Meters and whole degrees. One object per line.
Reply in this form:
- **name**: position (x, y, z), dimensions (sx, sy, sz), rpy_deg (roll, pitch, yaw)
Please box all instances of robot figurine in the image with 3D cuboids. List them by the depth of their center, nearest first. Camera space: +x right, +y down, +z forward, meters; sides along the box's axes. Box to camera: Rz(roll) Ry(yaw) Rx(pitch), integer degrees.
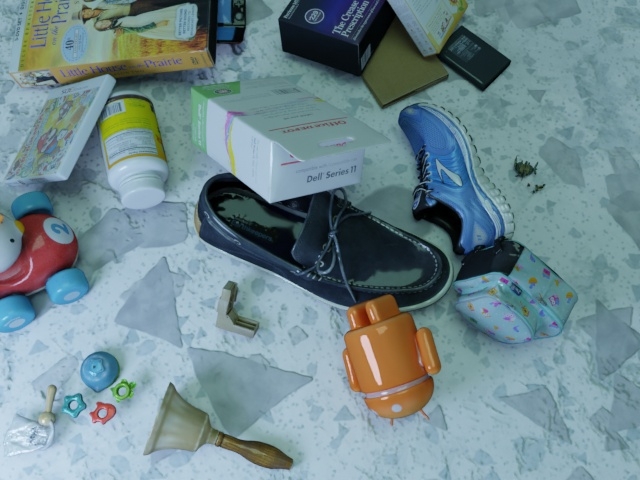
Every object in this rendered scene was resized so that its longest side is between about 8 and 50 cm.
- **robot figurine**: position (0.119, 0.206, 1.300), dimensions (0.158, 0.128, 0.219), rpy_deg (-18, 86, -1)

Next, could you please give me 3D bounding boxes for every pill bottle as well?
- **pill bottle**: position (-0.361, -0.172, 1.472), dimensions (0.117, 0.117, 0.215), rpy_deg (-15, 69, -6)

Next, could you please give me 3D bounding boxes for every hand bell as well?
- **hand bell**: position (-0.161, 0.336, 1.285), dimensions (0.242, 0.126, 0.126), rpy_deg (20, 68, -5)

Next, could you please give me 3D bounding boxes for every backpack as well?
- **backpack**: position (0.342, 0.102, 1.334), dimensions (0.188, 0.166, 0.144), rpy_deg (31, 67, -13)

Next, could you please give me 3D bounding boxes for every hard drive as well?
- **hard drive**: position (0.322, -0.387, 1.618), dimensions (0.135, 0.022, 0.094), rpy_deg (41, 73, 15)

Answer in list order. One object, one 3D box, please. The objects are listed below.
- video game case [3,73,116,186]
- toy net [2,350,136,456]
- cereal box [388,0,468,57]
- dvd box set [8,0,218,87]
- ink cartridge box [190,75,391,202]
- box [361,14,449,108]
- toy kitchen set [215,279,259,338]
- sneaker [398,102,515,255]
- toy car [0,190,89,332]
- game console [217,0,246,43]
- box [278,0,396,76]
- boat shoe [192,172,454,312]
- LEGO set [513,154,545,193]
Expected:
- **video game case**: position (-0.505, -0.210, 1.472), dimensions (0.206, 0.026, 0.227), rpy_deg (-1, 61, 41)
- **toy net**: position (-0.433, 0.298, 1.318), dimensions (0.232, 0.045, 0.122), rpy_deg (-42, 76, -14)
- **cereal box**: position (0.201, -0.524, 1.567), dimensions (0.240, 0.047, 0.173), rpy_deg (50, 56, -28)
- **dvd box set**: position (-0.422, -0.480, 1.593), dimensions (0.420, 0.062, 0.308), rpy_deg (-4, 66, 8)
- **ink cartridge box**: position (-0.061, -0.176, 1.364), dimensions (0.207, 0.119, 0.353), rpy_deg (-15, 36, -33)
- **box**: position (0.150, -0.390, 1.618), dimensions (0.164, 0.021, 0.201), rpy_deg (-27, 71, -11)
- **toy kitchen set**: position (-0.141, 0.117, 1.384), dimensions (0.075, 0.083, 0.068), rpy_deg (17, 27, 6)
- **sneaker**: position (0.228, -0.118, 1.449), dimensions (0.147, 0.130, 0.330), rpy_deg (-24, 70, -12)
- **toy car**: position (-0.549, 0.006, 1.331), dimensions (0.210, 0.238, 0.219), rpy_deg (-27, 71, -11)
- **game console**: position (-0.232, -0.474, 1.610), dimensions (0.144, 0.085, 0.124), rpy_deg (1, 98, -1)
- **box**: position (0.053, -0.492, 1.599), dimensions (0.184, 0.103, 0.261), rpy_deg (20, 64, 17)
- **boat shoe**: position (0.000, 0.000, 1.386), dimensions (0.500, 0.156, 0.187), rpy_deg (19, 67, 6)
- **LEGO set**: position (0.410, -0.131, 1.517), dimensions (0.054, 0.023, 0.083), rpy_deg (-14, 81, -4)
